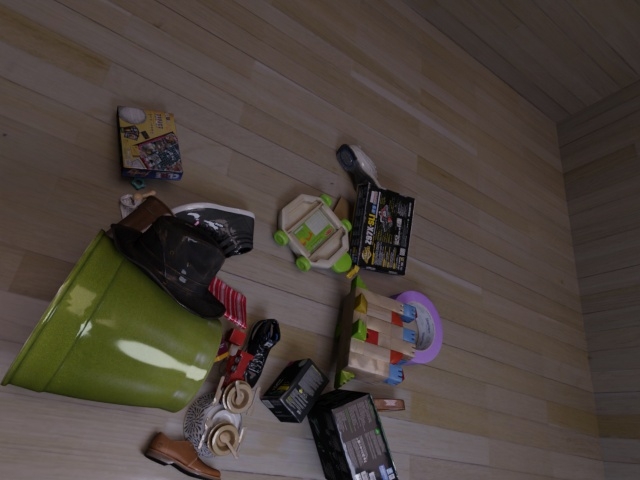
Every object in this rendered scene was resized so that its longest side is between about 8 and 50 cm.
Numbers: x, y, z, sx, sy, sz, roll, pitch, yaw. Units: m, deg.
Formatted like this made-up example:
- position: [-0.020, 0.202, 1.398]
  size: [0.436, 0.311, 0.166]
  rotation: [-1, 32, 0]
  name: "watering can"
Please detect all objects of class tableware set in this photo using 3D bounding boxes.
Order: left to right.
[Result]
- position: [-0.229, 0.468, 1.176]
  size: [0.128, 0.039, 0.194]
  rotation: [28, 69, -31]
  name: "tableware set"

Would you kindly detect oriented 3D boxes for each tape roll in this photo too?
- position: [0.345, 0.337, 1.733]
  size: [0.275, 0.090, 0.274]
  rotation: [14, 64, -32]
  name: "tape roll"

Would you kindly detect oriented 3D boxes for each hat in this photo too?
- position: [-0.320, 0.030, 1.063]
  size: [0.331, 0.331, 0.134]
  rotation: [43, 88, -15]
  name: "hat"

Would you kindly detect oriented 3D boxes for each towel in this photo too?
- position: [-0.317, 0.132, 1.283]
  size: [0.275, 0.199, 0.031]
  rotation: [41, 95, -17]
  name: "towel"

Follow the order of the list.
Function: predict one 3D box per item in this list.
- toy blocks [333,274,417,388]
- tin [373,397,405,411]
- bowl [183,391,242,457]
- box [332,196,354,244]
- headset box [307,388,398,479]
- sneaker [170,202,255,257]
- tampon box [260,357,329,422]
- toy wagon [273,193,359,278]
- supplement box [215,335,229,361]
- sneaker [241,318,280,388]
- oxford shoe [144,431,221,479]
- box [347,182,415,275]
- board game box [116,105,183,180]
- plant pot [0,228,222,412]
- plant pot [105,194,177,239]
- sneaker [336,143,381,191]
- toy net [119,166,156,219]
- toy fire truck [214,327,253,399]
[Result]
- position: [0.203, 0.337, 1.522]
  size: [0.261, 0.190, 0.381]
  rotation: [21, 52, -14]
  name: "toy blocks"
- position: [0.205, 0.562, 1.531]
  size: [0.190, 0.106, 0.040]
  rotation: [15, 64, -32]
  name: "tin"
- position: [-0.277, 0.500, 1.222]
  size: [0.170, 0.080, 0.170]
  rotation: [15, 64, -32]
  name: "bowl"
- position: [0.121, -0.052, 1.764]
  size: [0.201, 0.021, 0.164]
  rotation: [39, 55, -17]
  name: "box"
- position: [0.074, 0.584, 1.325]
  size: [0.131, 0.283, 0.246]
  rotation: [-14, 80, -23]
  name: "headset box"
- position: [-0.323, -0.025, 1.375]
  size: [0.296, 0.105, 0.146]
  rotation: [5, 64, -39]
  name: "sneaker"
- position: [-0.076, 0.453, 1.359]
  size: [0.101, 0.120, 0.161]
  rotation: [51, 51, -10]
  name: "tampon box"
- position: [0.000, 0.000, 1.608]
  size: [0.344, 0.068, 0.267]
  rotation: [51, 56, -4]
  name: "toy wagon"
- position: [-0.341, 0.253, 1.242]
  size: [0.081, 0.104, 0.188]
  rotation: [20, 49, -81]
  name: "supplement box"
- position: [-0.181, 0.331, 1.330]
  size: [0.079, 0.121, 0.216]
  rotation: [26, 59, -25]
  name: "sneaker"
- position: [-0.340, 0.562, 1.159]
  size: [0.212, 0.076, 0.076]
  rotation: [38, 47, -18]
  name: "oxford shoe"
- position: [0.238, -0.037, 1.745]
  size: [0.257, 0.079, 0.321]
  rotation: [12, 84, -33]
  name: "box"
- position: [-0.511, -0.290, 1.337]
  size: [0.165, 0.042, 0.243]
  rotation: [1, 57, -30]
  name: "board game box"
- position: [-0.434, 0.220, 1.027]
  size: [0.353, 0.366, 0.366]
  rotation: [33, 56, -21]
  name: "plant pot"
- position: [-0.485, -0.010, 1.227]
  size: [0.165, 0.167, 0.167]
  rotation: [-43, 100, -31]
  name: "plant pot"
- position: [0.192, -0.278, 1.853]
  size: [0.129, 0.111, 0.297]
  rotation: [-29, 92, -45]
  name: "sneaker"
- position: [-0.537, -0.163, 1.314]
  size: [0.122, 0.045, 0.232]
  rotation: [27, 59, -26]
  name: "toy net"
- position: [-0.253, 0.353, 1.279]
  size: [0.047, 0.135, 0.192]
  rotation: [34, 70, -29]
  name: "toy fire truck"
